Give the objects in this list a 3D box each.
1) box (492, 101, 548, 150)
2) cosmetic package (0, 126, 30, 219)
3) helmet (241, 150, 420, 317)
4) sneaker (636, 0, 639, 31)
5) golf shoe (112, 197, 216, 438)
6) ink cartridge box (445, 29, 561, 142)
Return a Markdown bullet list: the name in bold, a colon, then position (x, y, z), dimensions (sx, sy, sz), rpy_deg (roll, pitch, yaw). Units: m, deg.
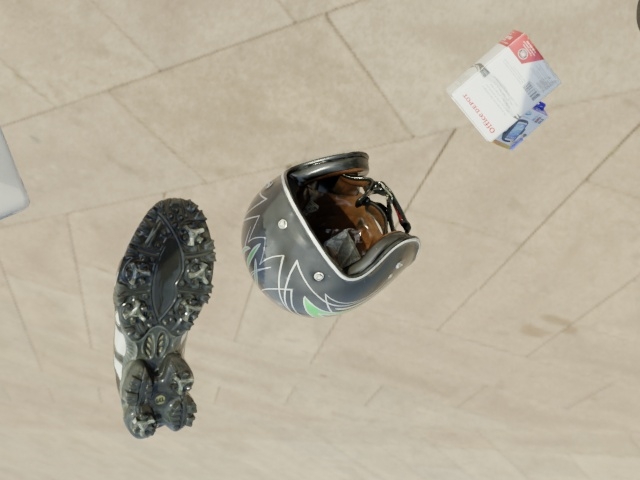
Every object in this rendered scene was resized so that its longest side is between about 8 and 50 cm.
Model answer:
- **box**: position (0.454, -0.266, 1.683), dimensions (0.081, 0.028, 0.136), rpy_deg (14, 138, -34)
- **cosmetic package**: position (-0.389, -0.027, 0.348), dimensions (0.453, 0.230, 0.161), rpy_deg (-6, 108, 33)
- **helmet**: position (0.000, 0.000, 0.746), dimensions (0.162, 0.169, 0.169), rpy_deg (-22, 156, -18)
- **sneaker**: position (0.695, -0.461, 1.273), dimensions (0.136, 0.115, 0.314), rpy_deg (-3, 166, -18)
- **golf shoe**: position (-0.137, 0.055, 0.594), dimensions (0.077, 0.198, 0.094), rpy_deg (4, -165, -28)
- **ink cartridge box**: position (0.269, -0.229, 1.096), dimensions (0.135, 0.056, 0.099), rpy_deg (-40, 109, 12)
